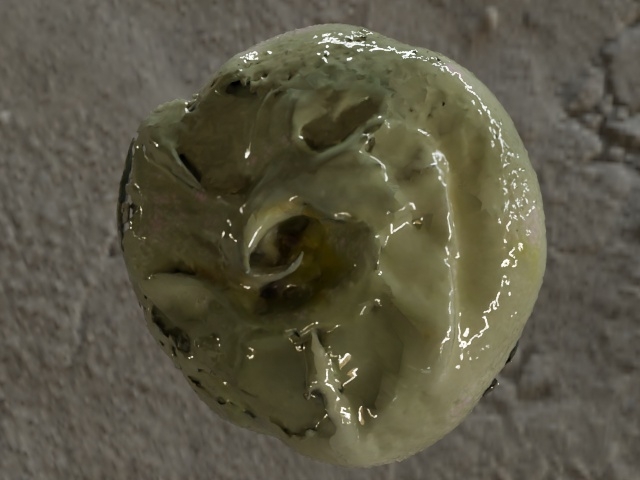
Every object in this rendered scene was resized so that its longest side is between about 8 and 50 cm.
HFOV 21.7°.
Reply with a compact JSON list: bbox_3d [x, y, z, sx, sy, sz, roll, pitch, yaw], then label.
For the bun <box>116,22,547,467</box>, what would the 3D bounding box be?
[{"bbox_3d":[0.000,0.000,0.886,0.239,0.141,0.239,0,91,17],"label":"bun"}]
